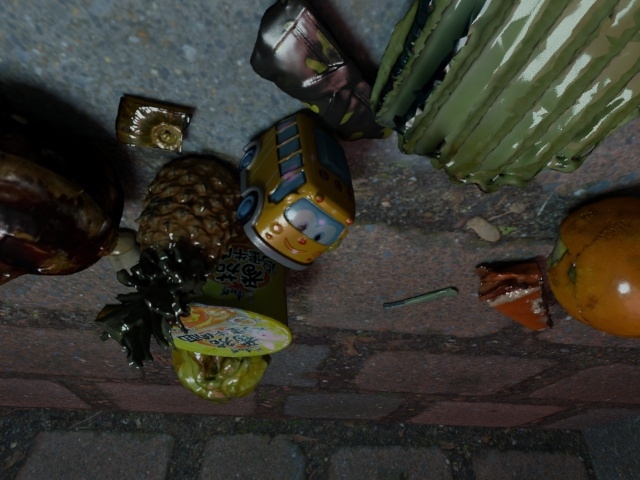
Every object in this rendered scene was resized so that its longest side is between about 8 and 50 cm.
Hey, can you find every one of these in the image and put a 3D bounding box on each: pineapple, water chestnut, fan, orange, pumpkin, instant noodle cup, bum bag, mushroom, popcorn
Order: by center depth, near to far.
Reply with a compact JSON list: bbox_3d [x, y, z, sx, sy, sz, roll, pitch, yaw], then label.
[{"bbox_3d":[0.016,-0.193,0.516,0.107,0.060,0.232,-28,137,32],"label":"bum bag"},{"bbox_3d":[-0.436,-0.035,0.575,0.300,0.300,0.300,1,146,0],"label":"water chestnut"},{"bbox_3d":[-0.234,-0.165,0.591,0.101,0.035,0.073,13,133,-12],"label":"pumpkin"},{"bbox_3d":[-0.213,0.034,0.613,0.169,0.340,0.169,3,143,2],"label":"pineapple"},{"bbox_3d":[0.512,0.046,0.702,0.240,0.240,0.240,1,146,0],"label":"orange"},{"bbox_3d":[-0.177,0.096,0.821,0.265,0.200,0.264,1,146,1],"label":"instant noodle cup"},{"bbox_3d":[-0.368,0.081,0.897,0.118,0.103,0.270,-17,136,25],"label":"mushroom"},{"bbox_3d":[0.248,0.148,1.054,0.193,0.016,0.038,-17,139,23],"label":"fan"},{"bbox_3d":[-0.263,0.307,1.112,0.277,0.225,0.276,-2,149,-1],"label":"popcorn"}]

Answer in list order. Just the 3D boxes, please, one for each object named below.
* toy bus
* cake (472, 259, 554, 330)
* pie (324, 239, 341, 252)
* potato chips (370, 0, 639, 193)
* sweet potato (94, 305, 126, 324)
[{"bbox_3d":[-0.027,-0.075,0.571,0.136,0.209,0.126,-35,132,26],"label":"toy bus"},{"bbox_3d":[0.475,0.126,0.942,0.287,0.098,0.135,27,138,-32],"label":"cake"},{"bbox_3d":[0.001,0.001,0.837,0.084,0.021,0.084,-1,142,-1],"label":"pie"},{"bbox_3d":[0.262,-0.213,0.440,0.359,0.070,0.429,5,142,-20],"label":"potato chips"},{"bbox_3d":[-0.485,0.213,1.112,0.244,0.077,0.077,3,146,-1],"label":"sweet potato"}]
